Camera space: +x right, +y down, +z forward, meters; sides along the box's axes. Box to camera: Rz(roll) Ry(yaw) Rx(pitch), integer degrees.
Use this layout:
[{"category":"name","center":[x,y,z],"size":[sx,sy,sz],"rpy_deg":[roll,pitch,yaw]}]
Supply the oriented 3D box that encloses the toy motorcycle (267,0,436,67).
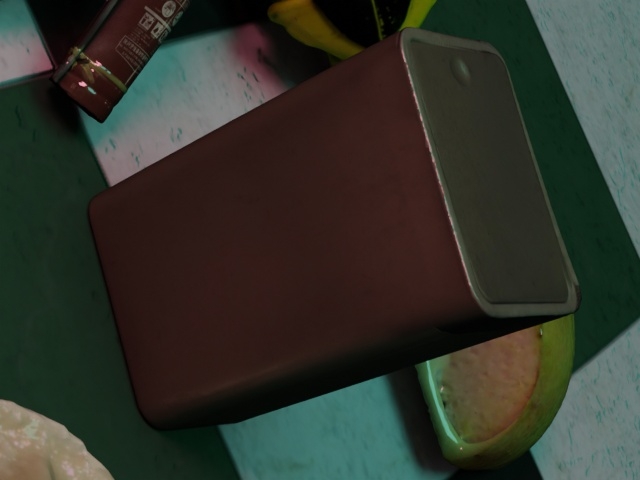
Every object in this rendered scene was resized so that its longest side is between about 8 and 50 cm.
[{"category":"toy motorcycle","center":[-0.006,-0.247,1.288],"size":[0.142,0.206,0.342],"rpy_deg":[-19,87,-13]}]

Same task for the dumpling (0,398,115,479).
[{"category":"dumpling","center":[-0.143,0.161,0.852],"size":[0.136,0.118,0.199],"rpy_deg":[-21,110,-57]}]

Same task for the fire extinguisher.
[{"category":"fire extinguisher","center":[-0.101,-0.145,1.083],"size":[0.158,0.043,0.064],"rpy_deg":[-55,148,-6]}]

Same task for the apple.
[{"category":"apple","center":[0.123,0.031,1.333],"size":[0.193,0.120,0.265],"rpy_deg":[1,72,-68]}]

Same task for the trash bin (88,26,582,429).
[{"category":"trash bin","center":[0.000,0.000,1.042],"size":[0.122,0.240,0.164],"rpy_deg":[2,70,-56]}]
